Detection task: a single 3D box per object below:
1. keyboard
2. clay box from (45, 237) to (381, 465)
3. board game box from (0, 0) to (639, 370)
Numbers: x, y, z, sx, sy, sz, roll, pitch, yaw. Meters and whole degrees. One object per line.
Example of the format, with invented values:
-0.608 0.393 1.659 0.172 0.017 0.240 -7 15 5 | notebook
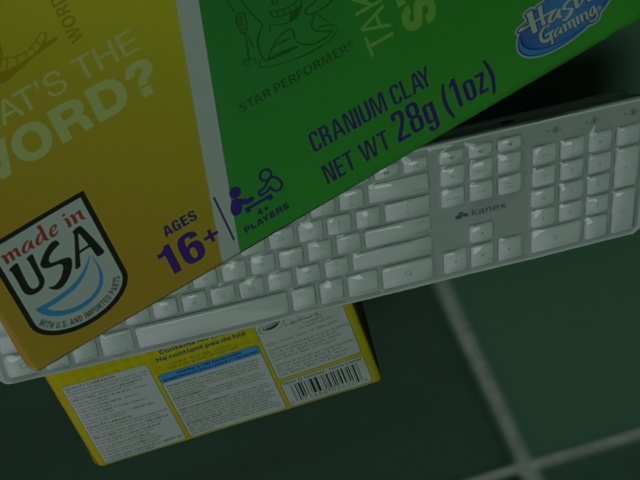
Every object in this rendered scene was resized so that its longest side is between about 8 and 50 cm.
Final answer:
0.000 0.000 0.618 0.256 0.014 0.072 -13 130 -6 | keyboard
-0.068 -0.016 0.634 0.127 0.053 0.222 -17 130 4 | clay box
-0.049 -0.143 0.458 0.242 0.064 0.316 -31 131 -9 | board game box
